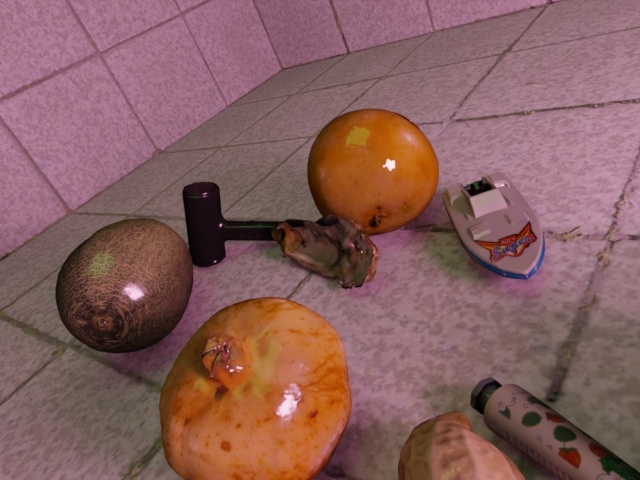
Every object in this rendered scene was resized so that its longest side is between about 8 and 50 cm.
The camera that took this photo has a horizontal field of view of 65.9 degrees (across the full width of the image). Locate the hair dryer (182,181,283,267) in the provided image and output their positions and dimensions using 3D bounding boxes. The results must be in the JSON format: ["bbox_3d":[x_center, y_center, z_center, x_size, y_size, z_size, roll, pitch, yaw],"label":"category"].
[{"bbox_3d":[-0.192,-0.033,1.158,0.252,0.197,0.089,3,30,5],"label":"hair dryer"}]

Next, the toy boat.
[{"bbox_3d":[0.294,-0.025,0.822,0.129,0.088,0.295,-19,29,11],"label":"toy boat"}]

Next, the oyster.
[{"bbox_3d":[0.001,0.003,0.968,0.079,0.128,0.345,-19,19,-30],"label":"oyster"}]

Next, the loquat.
[{"bbox_3d":[0.101,-0.136,0.978,0.263,0.262,0.263,-19,29,11],"label":"loquat"}]

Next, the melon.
[{"bbox_3d":[-0.379,0.083,0.997,0.249,0.248,0.329,-19,21,10],"label":"melon"}]

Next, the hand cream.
[{"bbox_3d":[0.257,0.215,0.470,0.276,0.095,0.059,28,92,58],"label":"hand cream"}]

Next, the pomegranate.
[{"bbox_3d":[-0.076,0.189,0.605,0.249,0.248,0.248,-19,29,11],"label":"pomegranate"}]

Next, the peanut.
[{"bbox_3d":[0.128,0.274,0.427,0.136,0.120,0.298,-36,21,21],"label":"peanut"}]
